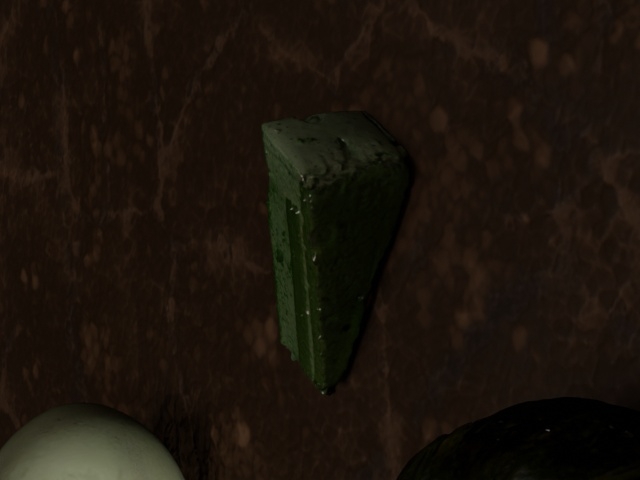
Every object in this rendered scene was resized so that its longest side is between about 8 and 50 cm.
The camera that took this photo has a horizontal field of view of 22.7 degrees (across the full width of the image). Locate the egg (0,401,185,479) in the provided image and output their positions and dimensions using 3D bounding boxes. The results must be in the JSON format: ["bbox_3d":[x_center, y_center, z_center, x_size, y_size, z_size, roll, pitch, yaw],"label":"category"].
[{"bbox_3d":[-0.225,0.291,1.527,0.219,0.219,0.269,-12,85,55],"label":"egg"}]

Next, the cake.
[{"bbox_3d":[-0.014,0.015,1.314,0.100,0.099,0.235,48,129,46],"label":"cake"}]

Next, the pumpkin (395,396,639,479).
[{"bbox_3d":[0.148,0.257,1.000,0.320,0.192,0.321,5,95,58],"label":"pumpkin"}]
